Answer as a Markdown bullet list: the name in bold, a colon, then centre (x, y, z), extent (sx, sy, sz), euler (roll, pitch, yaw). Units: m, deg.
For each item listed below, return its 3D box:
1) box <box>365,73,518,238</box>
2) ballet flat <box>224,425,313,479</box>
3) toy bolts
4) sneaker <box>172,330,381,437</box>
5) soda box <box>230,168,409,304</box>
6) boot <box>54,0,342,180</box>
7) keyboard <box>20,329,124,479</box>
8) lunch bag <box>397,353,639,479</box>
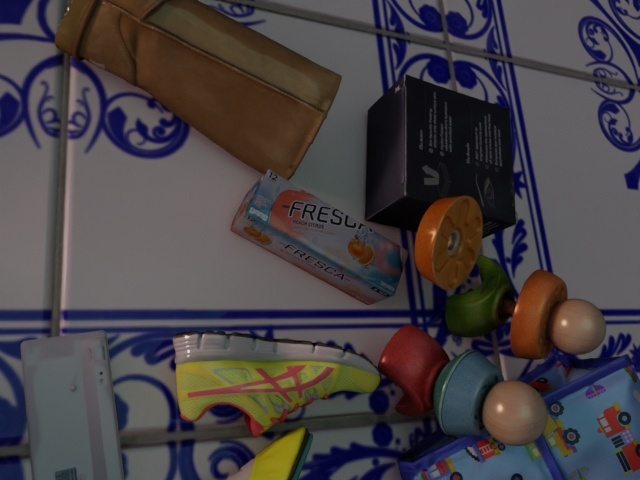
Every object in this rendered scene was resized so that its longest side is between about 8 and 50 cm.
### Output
- **box**: centre (0.144, -0.093, 0.731), extent (0.158, 0.093, 0.156), euler (12, 68, -23)
- **ballet flat**: centre (-0.079, 0.262, 0.524), extent (0.077, 0.077, 0.231), euler (22, 66, 1)
- **toy bolts**: centre (0.178, 0.087, 0.612), extent (0.228, 0.158, 0.218), euler (-51, 135, -25)
- **sneaker**: centre (-0.041, 0.141, 0.582), extent (0.208, 0.081, 0.094), euler (8, 77, -16)
- **soda box**: centre (0.000, 0.000, 0.649), extent (0.183, 0.063, 0.058), euler (29, 64, -14)
- **boot**: centre (-0.098, -0.224, 0.625), extent (0.269, 0.089, 0.236), euler (27, 105, -13)
- **keyboard**: centre (-0.205, 0.207, 0.515), extent (0.072, 0.014, 0.256), euler (-7, 76, -22)
- **lunch bag**: centre (0.228, 0.283, 0.647), extent (0.293, 0.138, 0.221), euler (-23, 85, -17)
